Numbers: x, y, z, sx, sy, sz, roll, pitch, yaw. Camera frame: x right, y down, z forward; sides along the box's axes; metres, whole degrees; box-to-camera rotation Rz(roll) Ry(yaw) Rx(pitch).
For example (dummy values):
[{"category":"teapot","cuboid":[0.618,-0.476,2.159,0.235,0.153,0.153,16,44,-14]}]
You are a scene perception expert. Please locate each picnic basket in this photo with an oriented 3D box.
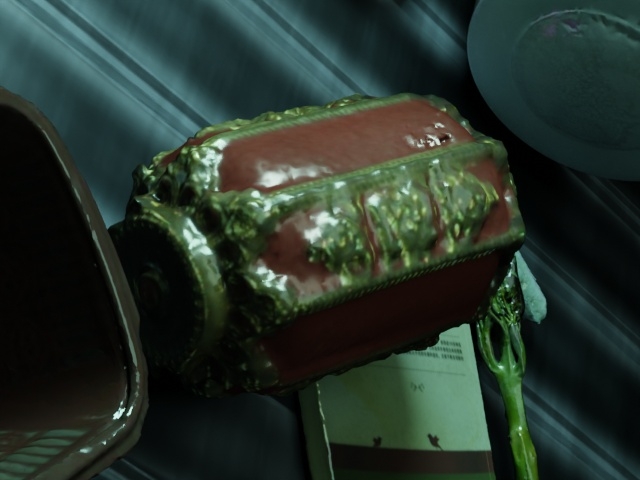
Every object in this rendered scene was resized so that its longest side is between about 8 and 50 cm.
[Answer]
[{"category":"picnic basket","cuboid":[-0.234,0.057,0.874,0.297,0.129,0.223,-26,95,-51]}]

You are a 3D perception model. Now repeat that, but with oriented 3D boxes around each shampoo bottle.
[{"category":"shampoo bottle","cuboid":[0.267,-0.210,1.484,0.273,0.273,0.266,47,51,-25]}]

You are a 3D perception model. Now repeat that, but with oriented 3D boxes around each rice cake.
[{"category":"rice cake","cuboid":[0.119,-0.021,1.410,0.033,0.033,0.208,-46,110,-39]}]

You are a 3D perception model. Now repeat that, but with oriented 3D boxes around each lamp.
[{"category":"lamp","cuboid":[0.000,0.000,1.123,0.274,0.177,0.177,-14,84,-38]}]

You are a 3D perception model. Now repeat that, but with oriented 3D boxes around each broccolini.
[{"category":"broccolini","cuboid":[0.139,0.132,1.361,0.071,0.057,0.254,2,79,-30]}]

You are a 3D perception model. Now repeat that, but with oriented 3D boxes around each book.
[{"category":"book","cuboid":[0.051,0.093,1.279,0.201,0.026,0.289,11,64,-47]}]
